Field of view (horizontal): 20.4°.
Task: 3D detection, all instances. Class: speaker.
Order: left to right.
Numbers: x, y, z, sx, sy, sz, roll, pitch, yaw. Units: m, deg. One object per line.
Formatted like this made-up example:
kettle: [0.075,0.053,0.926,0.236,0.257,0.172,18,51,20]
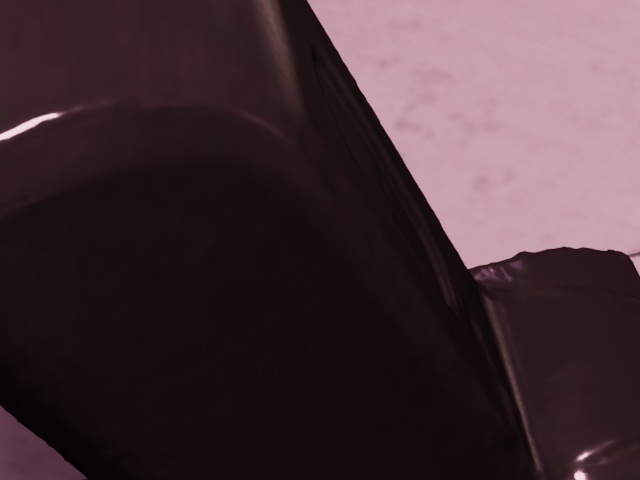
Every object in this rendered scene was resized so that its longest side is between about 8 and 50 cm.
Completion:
speaker: [0.000,0.000,0.641,0.184,0.388,0.180,-25,52,11]

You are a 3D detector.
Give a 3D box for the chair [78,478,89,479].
chair: [-0.129,0.171,0.693,0.213,0.149,0.174,1,37,-45]
